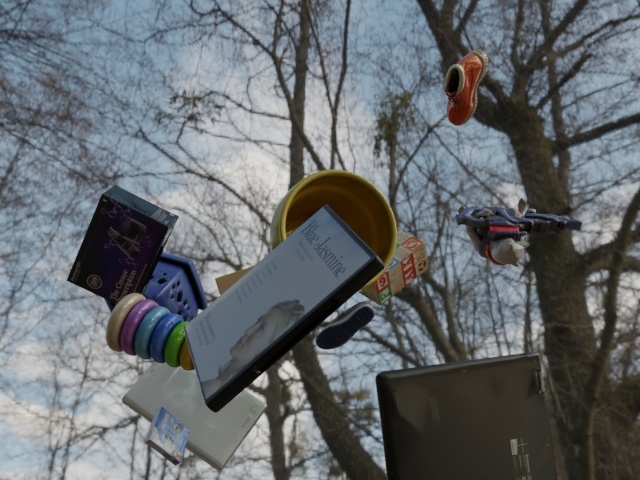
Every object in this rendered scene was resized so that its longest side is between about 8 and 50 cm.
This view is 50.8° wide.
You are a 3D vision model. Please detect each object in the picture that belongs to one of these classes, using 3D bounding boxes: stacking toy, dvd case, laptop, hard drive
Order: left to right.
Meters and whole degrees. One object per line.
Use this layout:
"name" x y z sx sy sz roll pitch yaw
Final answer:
"stacking toy" -0.303 0.229 1.503 0.330 0.141 0.141 17 -36 13
"hard drive" -0.320 0.418 1.725 0.307 0.203 0.040 31 -36 11
"dvd case" -0.054 0.072 0.816 0.253 0.180 0.022 -41 -61 0
"laptop" 0.252 0.372 1.050 0.407 0.382 0.236 -4 -9 -19

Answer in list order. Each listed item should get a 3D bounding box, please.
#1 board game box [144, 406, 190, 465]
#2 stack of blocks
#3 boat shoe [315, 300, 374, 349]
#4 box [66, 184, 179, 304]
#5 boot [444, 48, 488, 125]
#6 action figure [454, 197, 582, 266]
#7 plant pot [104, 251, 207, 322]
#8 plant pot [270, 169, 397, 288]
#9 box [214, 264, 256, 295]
"board game box" -0.324 0.416 1.437 0.020 0.090 0.090 -33 -64 24
"stack of blocks" 0.105 0.026 1.715 0.171 0.297 0.087 -35 -48 -25
"boat shoe" 0.067 0.225 1.795 0.183 0.066 0.066 -33 -75 11
"box" -0.505 0.020 1.721 0.184 0.103 0.261 27 -72 -3
"boot" 0.258 -0.277 1.273 0.059 0.084 0.158 35 -39 26
"action figure" 0.545 -0.018 1.914 0.341 0.330 0.179 6 -66 8
"plant pot" -0.484 0.165 2.027 0.235 0.212 0.236 12 -47 27
"plant pot" 0.000 0.000 1.442 0.253 0.254 0.239 14 -15 -18
"box" -0.168 0.163 1.755 0.164 0.201 0.021 -17 -25 -11
